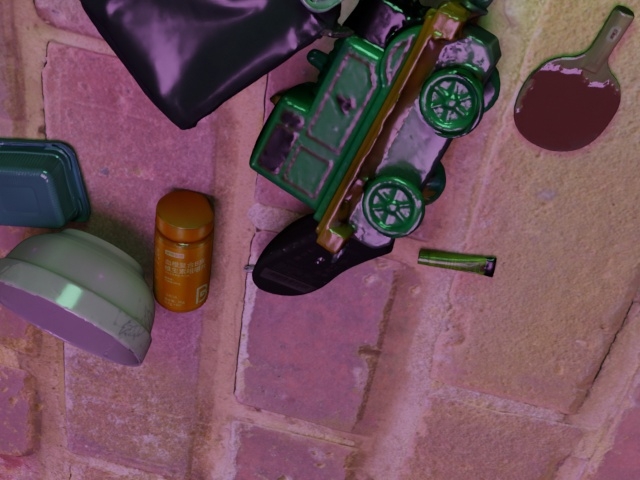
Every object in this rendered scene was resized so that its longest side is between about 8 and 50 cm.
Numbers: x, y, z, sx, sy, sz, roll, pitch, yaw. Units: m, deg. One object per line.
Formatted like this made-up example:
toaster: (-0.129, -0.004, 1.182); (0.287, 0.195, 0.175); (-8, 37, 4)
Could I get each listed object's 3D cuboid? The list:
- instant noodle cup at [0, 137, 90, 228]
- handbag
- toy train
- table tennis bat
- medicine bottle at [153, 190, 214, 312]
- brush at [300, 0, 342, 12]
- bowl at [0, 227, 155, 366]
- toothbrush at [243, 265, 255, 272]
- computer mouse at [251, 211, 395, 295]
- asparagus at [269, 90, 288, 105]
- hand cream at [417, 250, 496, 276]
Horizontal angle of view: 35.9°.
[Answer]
instant noodle cup: (-0.476, -0.084, 1.598); (0.179, 0.070, 0.157); (4, 128, 12)
handbag: (-0.122, -0.315, 1.247); (0.302, 0.178, 0.275); (-31, 102, 30)
toy train: (0.074, -0.166, 1.286); (0.249, 0.178, 0.429); (31, 115, 6)
table tennis bat: (0.347, -0.212, 1.322); (0.131, 0.022, 0.234); (21, 132, -3)
medicine bottle: (-0.223, 0.021, 1.604); (0.096, 0.096, 0.192); (13, 131, 2)
brush: (0.107, -0.343, 1.125); (0.297, 0.060, 0.068); (-33, 109, -13)
bowl: (-0.392, 0.080, 1.626); (0.287, 0.143, 0.287); (22, 160, 8)
toothbrush: (-0.051, 0.048, 1.640); (0.162, 0.014, 0.017); (-2, 143, 16)
computer mouse: (0.000, 0.000, 1.525); (0.264, 0.088, 0.147); (-25, 147, 34)
asparagus: (0.028, -0.224, 1.382); (0.236, 0.027, 0.034); (-17, 109, 25)
hand cream: (0.215, 0.035, 1.557); (0.122, 0.023, 0.036); (8, 119, 5)
